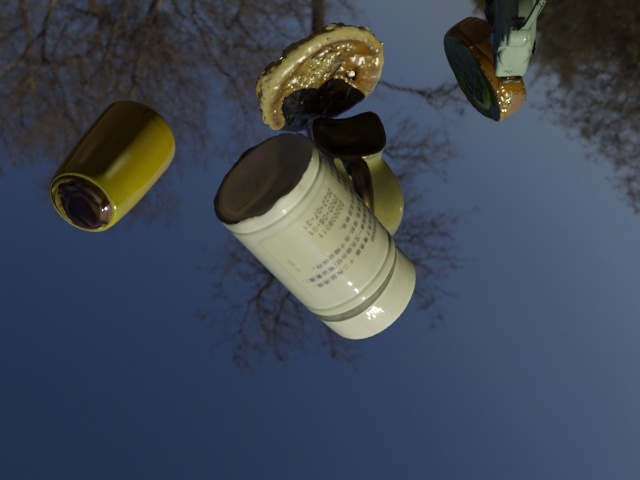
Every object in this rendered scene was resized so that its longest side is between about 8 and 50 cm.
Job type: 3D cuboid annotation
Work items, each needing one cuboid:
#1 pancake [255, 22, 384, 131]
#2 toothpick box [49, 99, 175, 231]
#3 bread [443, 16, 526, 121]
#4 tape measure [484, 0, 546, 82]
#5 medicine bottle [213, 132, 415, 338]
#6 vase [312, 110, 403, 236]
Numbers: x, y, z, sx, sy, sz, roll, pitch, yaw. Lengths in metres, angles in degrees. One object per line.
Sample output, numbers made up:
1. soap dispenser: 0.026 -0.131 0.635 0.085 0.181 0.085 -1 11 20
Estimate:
1. pancake: 0.000 -0.374 2.119 0.356 0.356 0.065 -1 -129 -50
2. toothpick box: -0.412 -0.141 1.775 0.175 0.175 0.271 32 -140 -6
3. bread: 0.336 -0.353 1.871 0.236 0.070 0.236 58 177 5
4. tape measure: 0.322 -0.399 1.486 0.330 0.084 0.163 75 -172 -69
5. medicine bottle: 0.000 0.000 1.479 0.332 0.190 0.190 48 -164 -34
6. vase: 0.087 -0.121 2.174 0.241 0.302 0.329 -6 -153 -6
